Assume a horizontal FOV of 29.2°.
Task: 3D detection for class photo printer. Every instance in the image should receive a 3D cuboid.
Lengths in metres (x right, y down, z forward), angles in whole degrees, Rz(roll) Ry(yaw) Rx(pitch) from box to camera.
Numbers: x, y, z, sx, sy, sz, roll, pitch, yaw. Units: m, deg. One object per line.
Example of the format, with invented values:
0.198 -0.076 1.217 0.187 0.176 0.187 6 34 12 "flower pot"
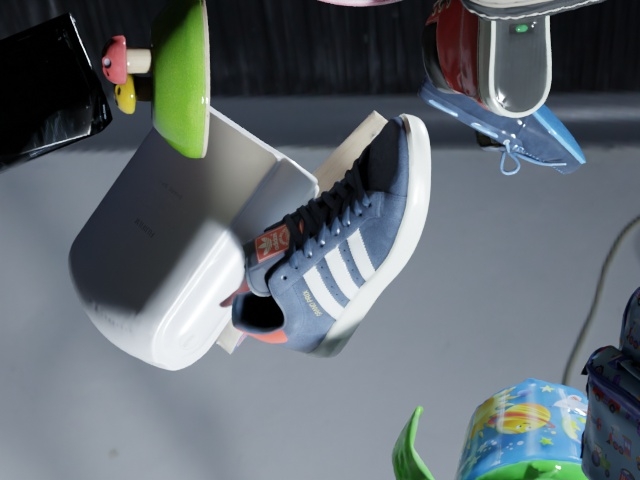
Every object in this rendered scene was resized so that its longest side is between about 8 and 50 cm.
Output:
-0.174 -0.007 1.512 0.307 0.107 0.256 -54 45 1 "photo printer"

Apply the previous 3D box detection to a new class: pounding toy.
-0.185 -0.197 1.346 0.110 0.183 0.237 -1 40 -10 "pounding toy"

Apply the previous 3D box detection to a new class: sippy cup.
0.241 0.278 1.339 0.240 0.305 0.224 -25 24 19 "sippy cup"

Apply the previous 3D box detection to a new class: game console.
-0.380 -0.243 1.329 0.213 0.044 0.361 -22 76 -3 "game console"

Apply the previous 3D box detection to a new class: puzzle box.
-0.035 0.001 1.787 0.052 0.409 0.272 41 66 5 "puzzle box"

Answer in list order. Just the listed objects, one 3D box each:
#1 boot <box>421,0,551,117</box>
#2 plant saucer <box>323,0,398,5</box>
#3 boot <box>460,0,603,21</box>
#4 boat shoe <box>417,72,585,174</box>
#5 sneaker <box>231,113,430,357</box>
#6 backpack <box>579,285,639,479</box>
0.151 -0.250 1.150 0.088 0.244 0.176 -2 17 -21 "boot"
0.030 -0.403 1.229 0.332 0.332 0.084 17 18 19 "plant saucer"
0.280 -0.190 0.939 0.377 0.284 0.138 -24 57 -6 "boot"
0.223 -0.154 1.536 0.089 0.258 0.109 -45 28 21 "boat shoe"
0.000 0.000 1.331 0.148 0.350 0.131 12 41 -18 "sneaker"
0.248 0.095 0.791 0.117 0.173 0.158 -10 29 -20 "backpack"
